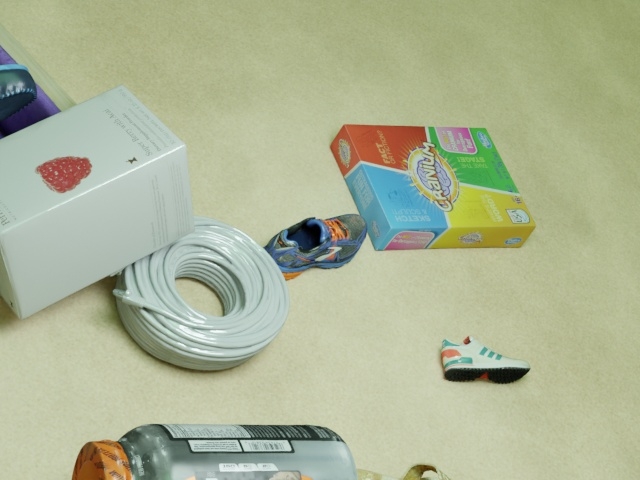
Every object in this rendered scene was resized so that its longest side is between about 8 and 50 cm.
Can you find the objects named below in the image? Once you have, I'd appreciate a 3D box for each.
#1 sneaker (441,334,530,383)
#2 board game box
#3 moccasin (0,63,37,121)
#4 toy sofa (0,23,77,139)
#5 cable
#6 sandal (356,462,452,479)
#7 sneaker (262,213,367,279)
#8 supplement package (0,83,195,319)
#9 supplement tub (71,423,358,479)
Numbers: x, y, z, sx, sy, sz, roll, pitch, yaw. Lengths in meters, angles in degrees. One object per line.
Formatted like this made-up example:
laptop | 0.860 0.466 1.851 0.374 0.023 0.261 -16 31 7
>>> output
sneaker | 0.268 0.188 2.200 0.161 0.057 0.075 3 56 -24
board game box | 0.202 -0.096 2.412 0.317 0.064 0.242 -2 53 -31
moccasin | -0.550 -0.131 1.918 0.342 0.137 0.116 -28 75 -1
toy sofa | -0.511 -0.225 2.060 0.362 0.150 0.177 46 44 14
cable | -0.178 0.080 2.022 0.257 0.089 0.257 36 43 2
sandal | 0.145 0.361 1.960 0.240 0.079 0.088 11 47 -21
sneaker | 0.000 0.000 2.194 0.221 0.087 0.083 -23 67 -41
supplement package | -0.350 -0.058 1.902 0.293 0.175 0.177 -29 52 -25
supplement tub | -0.136 0.338 1.728 0.338 0.207 0.207 4 50 -26
